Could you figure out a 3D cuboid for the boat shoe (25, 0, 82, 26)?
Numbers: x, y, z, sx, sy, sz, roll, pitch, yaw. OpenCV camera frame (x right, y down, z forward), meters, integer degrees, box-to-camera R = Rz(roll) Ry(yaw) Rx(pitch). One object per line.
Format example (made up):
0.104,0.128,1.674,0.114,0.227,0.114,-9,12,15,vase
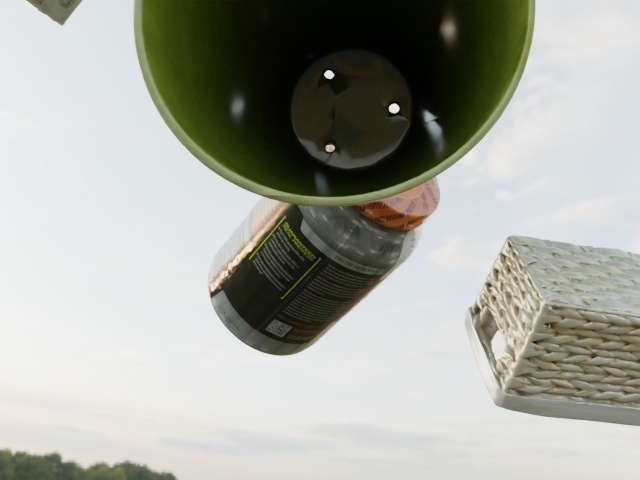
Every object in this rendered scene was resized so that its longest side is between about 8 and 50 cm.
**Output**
-0.154,-0.343,0.736,0.367,0.136,0.156,-37,-62,10,boat shoe

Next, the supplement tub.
0.000,0.000,0.966,0.194,0.193,0.316,15,-43,-30,supplement tub

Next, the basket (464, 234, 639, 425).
0.217,0.069,0.588,0.167,0.113,0.103,9,-61,-10,basket

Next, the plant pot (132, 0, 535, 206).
0.017,-0.148,0.644,0.275,0.274,0.293,1,-4,4,plant pot
